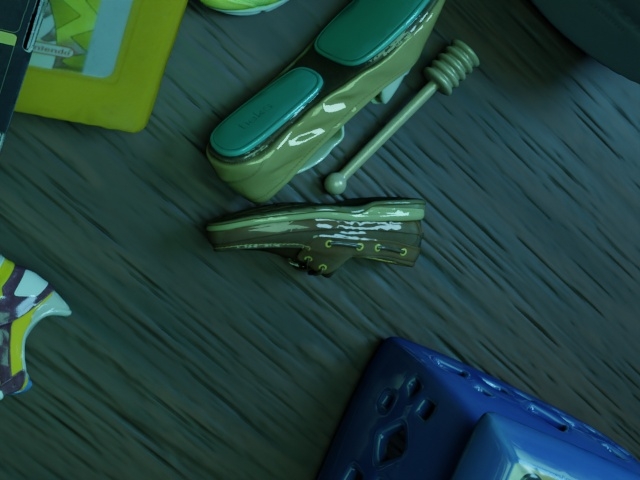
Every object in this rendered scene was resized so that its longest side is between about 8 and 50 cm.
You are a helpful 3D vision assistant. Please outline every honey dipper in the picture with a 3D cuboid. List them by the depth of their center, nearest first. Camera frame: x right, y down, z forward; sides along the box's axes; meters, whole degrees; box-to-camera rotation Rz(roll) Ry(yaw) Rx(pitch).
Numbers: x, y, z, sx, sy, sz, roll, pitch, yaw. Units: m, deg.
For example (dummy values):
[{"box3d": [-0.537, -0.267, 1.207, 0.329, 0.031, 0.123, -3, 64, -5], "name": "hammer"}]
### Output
[{"box3d": [0.063, -0.094, 0.998, 0.160, 0.030, 0.030, -47, 108, -6], "name": "honey dipper"}]

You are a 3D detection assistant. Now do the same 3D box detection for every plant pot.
[{"box3d": [0.134, 0.237, 0.965, 0.236, 0.212, 0.236, 25, 89, -20], "name": "plant pot"}]

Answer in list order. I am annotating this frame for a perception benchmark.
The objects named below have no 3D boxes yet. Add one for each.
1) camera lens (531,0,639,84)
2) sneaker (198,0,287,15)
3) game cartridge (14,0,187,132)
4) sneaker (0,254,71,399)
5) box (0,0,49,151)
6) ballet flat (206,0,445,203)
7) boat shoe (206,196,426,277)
[{"box3d": [0.301, -0.276, 0.956, 0.219, 0.219, 0.274, 42, 83, -19], "name": "camera lens"}, {"box3d": [0.001, -0.225, 0.926, 0.208, 0.094, 0.081, -22, 105, -14], "name": "sneaker"}, {"box3d": [-0.206, -0.225, 0.783, 0.285, 0.052, 0.323, 9, 132, -19], "name": "game cartridge"}, {"box3d": [-0.254, 0.102, 0.891, 0.084, 0.069, 0.185, 35, 86, -14], "name": "sneaker"}, {"box3d": [-0.365, -0.155, 0.722, 0.395, 0.097, 0.318, 13, 130, -20], "name": "box"}, {"box3d": [0.012, -0.118, 0.965, 0.232, 0.080, 0.073, -40, 135, -8], "name": "ballet flat"}, {"box3d": [0.000, 0.000, 0.968, 0.178, 0.064, 0.060, -4, 96, -21], "name": "boat shoe"}]
